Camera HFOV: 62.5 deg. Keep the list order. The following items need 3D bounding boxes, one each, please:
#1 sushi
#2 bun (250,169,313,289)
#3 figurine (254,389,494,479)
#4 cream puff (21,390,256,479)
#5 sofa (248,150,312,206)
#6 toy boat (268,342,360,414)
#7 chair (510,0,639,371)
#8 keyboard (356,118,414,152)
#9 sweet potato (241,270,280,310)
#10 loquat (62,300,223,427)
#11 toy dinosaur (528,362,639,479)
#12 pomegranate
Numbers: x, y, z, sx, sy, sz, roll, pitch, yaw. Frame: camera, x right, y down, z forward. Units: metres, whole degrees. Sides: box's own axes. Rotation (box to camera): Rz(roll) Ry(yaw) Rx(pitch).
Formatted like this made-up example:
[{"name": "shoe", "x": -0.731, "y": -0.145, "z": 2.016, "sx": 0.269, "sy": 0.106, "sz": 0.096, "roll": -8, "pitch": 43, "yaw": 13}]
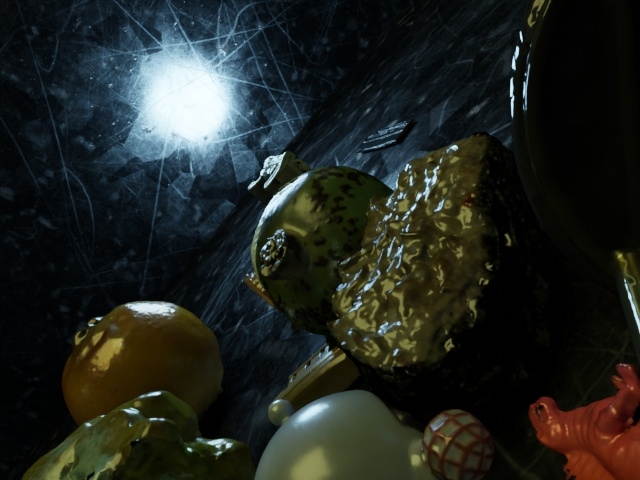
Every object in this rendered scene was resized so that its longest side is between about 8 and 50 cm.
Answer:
[{"name": "sushi", "x": 0.141, "y": 0.028, "z": 0.598, "sx": 0.211, "sy": 0.171, "sz": 0.350, "roll": -25, "pitch": 31, "yaw": 51}, {"name": "bun", "x": 0.000, "y": 0.000, "z": 1.032, "sx": 0.287, "sy": 0.146, "sz": 0.287, "roll": -18, "pitch": 56, "yaw": 28}, {"name": "figurine", "x": 0.037, "y": 0.255, "z": 0.403, "sx": 0.281, "sy": 0.167, "sz": 0.370, "roll": -61, "pitch": 20, "yaw": 13}, {"name": "cream puff", "x": -0.249, "y": 0.373, "z": 0.677, "sx": 0.274, "sy": 0.269, "sz": 0.323, "roll": 3, "pitch": 45, "yaw": 47}, {"name": "sofa", "x": -0.100, "y": -0.116, "z": 1.471, "sx": 0.182, "sy": 0.200, "sz": 0.258, "roll": -51, "pitch": 18, "yaw": -9}, {"name": "toy boat", "x": 0.006, "y": 0.199, "z": 0.778, "sx": 0.200, "sy": 0.057, "sz": 0.077, "roll": -44, "pitch": 12, "yaw": 19}, {"name": "chair", "x": 0.231, "y": -0.045, "z": 0.135, "sx": 0.362, "sy": 0.364, "sz": 0.410, "roll": -12, "pitch": 14, "yaw": 13}, {"name": "keyboard", "x": 0.170, "y": -0.278, "z": 1.436, "sx": 0.087, "sy": 0.017, "sz": 0.250, "roll": -52, "pitch": 18, "yaw": -10}, {"name": "sweet potato", "x": -0.033, "y": -0.002, "z": 1.189, "sx": 0.336, "sy": 0.131, "sz": 0.131, "roll": -54, "pitch": 17, "yaw": -12}, {"name": "loquat", "x": -0.371, "y": 0.283, "z": 1.119, "sx": 0.328, "sy": 0.328, "sz": 0.328, "roll": -45, "pitch": 18, "yaw": 18}, {"name": "toy dinosaur", "x": 0.228, "y": 0.160, "z": 0.305, "sx": 0.138, "sy": 0.070, "sz": 0.286, "roll": -64, "pitch": 23, "yaw": -10}, {"name": "pomegranate", "x": 0.014, "y": 0.016, "z": 0.780, "sx": 0.254, "sy": 0.254, "sz": 0.271, "roll": -41, "pitch": -25, "yaw": 28}]
